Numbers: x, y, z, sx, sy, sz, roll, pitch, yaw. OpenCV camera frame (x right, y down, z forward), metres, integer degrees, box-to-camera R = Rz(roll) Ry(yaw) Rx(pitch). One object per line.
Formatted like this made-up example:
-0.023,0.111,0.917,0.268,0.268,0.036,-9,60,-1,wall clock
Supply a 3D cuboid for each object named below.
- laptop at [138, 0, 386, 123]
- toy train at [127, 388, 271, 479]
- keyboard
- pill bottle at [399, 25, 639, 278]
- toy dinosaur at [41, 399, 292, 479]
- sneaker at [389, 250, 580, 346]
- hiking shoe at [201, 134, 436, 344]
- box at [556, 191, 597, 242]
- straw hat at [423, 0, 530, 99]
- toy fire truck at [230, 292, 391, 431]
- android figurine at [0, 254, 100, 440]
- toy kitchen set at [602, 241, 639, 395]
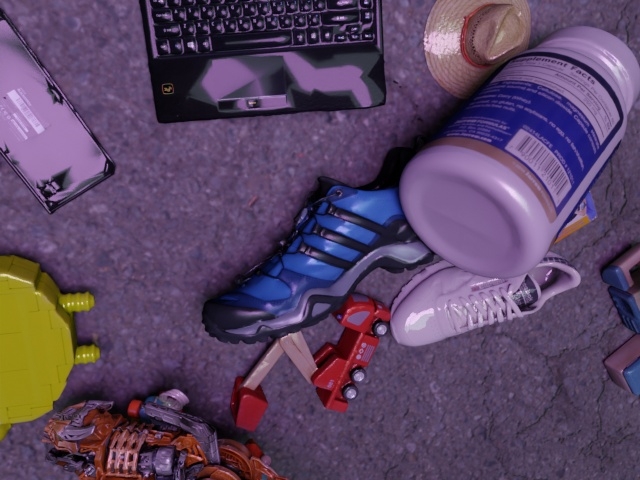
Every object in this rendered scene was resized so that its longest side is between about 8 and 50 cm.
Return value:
-0.054,-0.236,0.490,0.235,0.136,0.264,-5,107,-2,laptop
-0.133,0.213,0.646,0.125,0.046,0.166,-25,117,27,toy train
-0.289,-0.111,0.537,0.108,0.023,0.180,-36,112,-12,keyboard
0.212,-0.099,0.588,0.264,0.153,0.153,-45,115,-26,pill bottle
-0.125,0.273,0.575,0.322,0.164,0.218,28,113,19,toy dinosaur
0.196,0.068,0.706,0.235,0.095,0.090,-25,113,-8,sneaker
0.000,0.000,0.625,0.304,0.113,0.132,-27,104,-20,hiking shoe
0.299,-0.069,0.736,0.081,0.028,0.136,-30,114,-8,box
0.191,-0.228,0.637,0.145,0.061,0.144,-5,107,-17,straw hat
-0.013,0.141,0.683,0.135,0.047,0.191,22,97,-21,toy fire truck
-0.354,0.099,0.542,0.273,0.056,0.248,-6,114,-17,android figurine
0.465,0.126,0.769,0.122,0.166,0.207,-38,113,-5,toy kitchen set
